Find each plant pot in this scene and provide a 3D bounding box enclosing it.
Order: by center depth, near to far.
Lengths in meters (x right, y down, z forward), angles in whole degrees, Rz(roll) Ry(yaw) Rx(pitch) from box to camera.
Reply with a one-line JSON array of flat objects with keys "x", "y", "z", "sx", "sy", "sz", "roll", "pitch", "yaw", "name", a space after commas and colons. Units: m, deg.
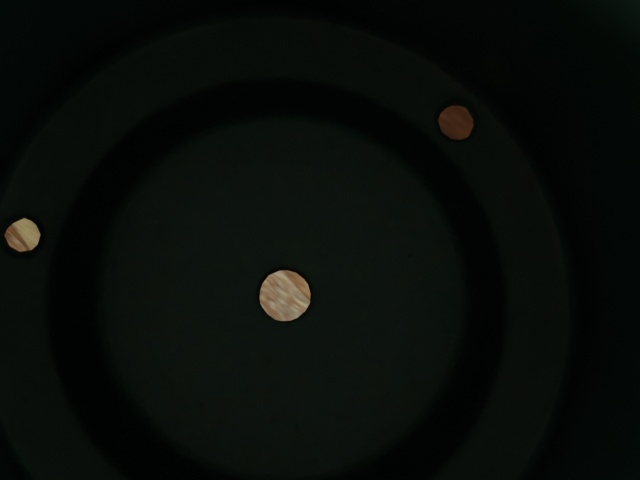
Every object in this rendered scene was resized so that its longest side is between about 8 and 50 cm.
[{"x": 0.000, "y": 0.000, "z": 0.296, "sx": 0.271, "sy": 0.272, "sz": 0.255, "roll": 38, "pitch": 168, "yaw": 2, "name": "plant pot"}]

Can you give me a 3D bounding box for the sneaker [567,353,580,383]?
[{"x": 0.177, "y": 0.084, "z": 0.340, "sx": 0.146, "sy": 0.134, "sz": 0.343, "roll": 49, "pitch": 160, "yaw": -26, "name": "sneaker"}]
